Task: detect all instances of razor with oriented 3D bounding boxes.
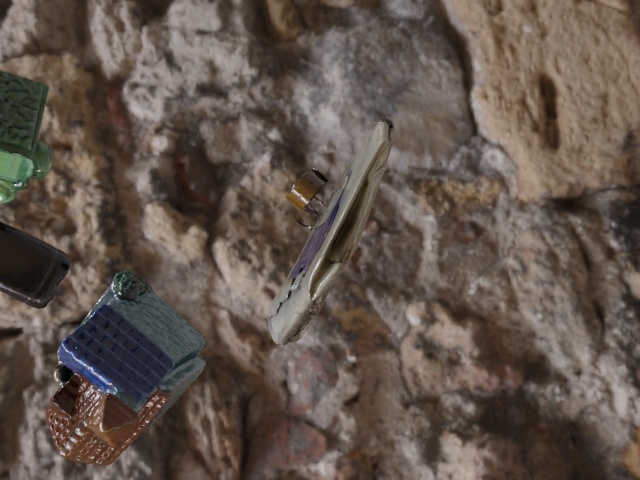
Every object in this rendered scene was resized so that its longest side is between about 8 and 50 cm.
[{"bbox_3d":[-0.428,0.028,1.091,0.090,0.148,0.054,-62,22,-8],"label":"razor"}]

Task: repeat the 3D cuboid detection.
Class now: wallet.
[{"bbox_3d":[0.003,0.000,1.080,0.335,0.068,0.274,125,165,-58],"label":"wallet"}]

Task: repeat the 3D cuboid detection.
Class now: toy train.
[{"bbox_3d":[-0.497,-0.153,1.065,0.188,0.272,0.159,-43,39,53],"label":"toy train"}]

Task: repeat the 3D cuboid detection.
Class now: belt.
[{"bbox_3d":[-0.020,-0.072,1.091,0.036,0.059,0.083,41,-178,-4],"label":"belt"}]

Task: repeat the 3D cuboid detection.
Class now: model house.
[{"bbox_3d":[-0.394,0.264,1.423,0.252,0.295,0.329,41,-164,-3],"label":"model house"}]
